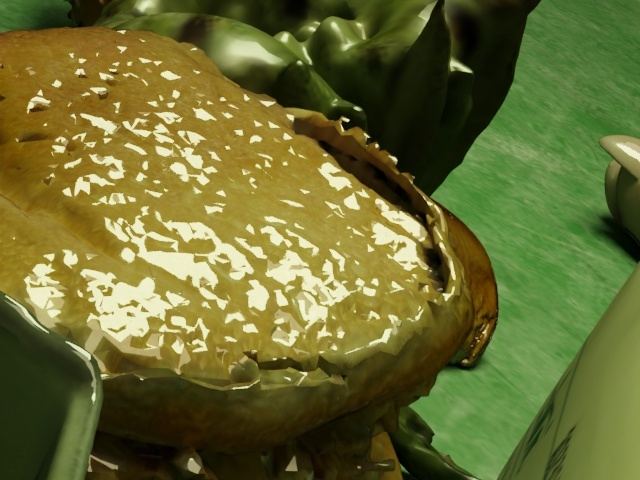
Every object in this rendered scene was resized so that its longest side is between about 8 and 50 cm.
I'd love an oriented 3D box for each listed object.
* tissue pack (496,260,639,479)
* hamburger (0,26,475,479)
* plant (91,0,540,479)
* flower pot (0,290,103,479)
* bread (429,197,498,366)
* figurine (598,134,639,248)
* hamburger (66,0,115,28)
[{"bbox_3d":[0.110,0.177,0.463,0.207,0.297,0.380,27,22,4],"label":"tissue pack"},{"bbox_3d":[-0.066,0.061,0.653,0.261,0.211,0.245,18,25,-8],"label":"hamburger"},{"bbox_3d":[-0.009,0.019,0.841,0.251,0.333,0.180,-3,17,20],"label":"plant"},{"bbox_3d":[-0.188,0.098,0.460,0.239,0.189,0.209,6,29,-38],"label":"flower pot"},{"bbox_3d":[0.052,0.015,1.074,0.129,0.044,0.126,12,51,-47],"label":"bread"},{"bbox_3d":[0.281,-0.032,1.403,0.138,0.125,0.125,50,29,18],"label":"figurine"},{"bbox_3d":[-0.046,-0.206,1.214,0.176,0.300,0.300,28,14,-42],"label":"hamburger"}]
